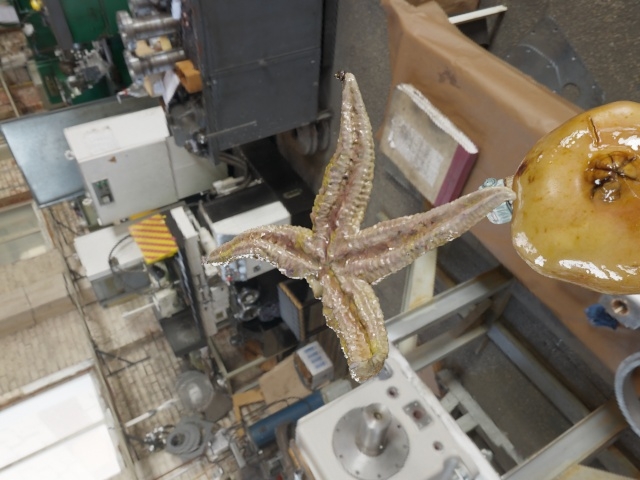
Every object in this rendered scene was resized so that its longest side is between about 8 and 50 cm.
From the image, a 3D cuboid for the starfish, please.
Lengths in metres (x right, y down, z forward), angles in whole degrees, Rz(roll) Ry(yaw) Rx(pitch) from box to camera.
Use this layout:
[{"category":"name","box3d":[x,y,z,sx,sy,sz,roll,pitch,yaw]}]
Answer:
[{"category":"starfish","box3d":[0.010,0.004,0.660,0.383,0.132,0.398,-59,41,24]}]

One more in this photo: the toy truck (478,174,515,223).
[{"category":"toy truck","box3d":[0.430,-0.087,1.057,0.178,0.115,0.080,-17,134,33]}]

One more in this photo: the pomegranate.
[{"category":"pomegranate","box3d":[0.316,-0.038,0.548,0.209,0.209,0.209,49,151,39]}]
